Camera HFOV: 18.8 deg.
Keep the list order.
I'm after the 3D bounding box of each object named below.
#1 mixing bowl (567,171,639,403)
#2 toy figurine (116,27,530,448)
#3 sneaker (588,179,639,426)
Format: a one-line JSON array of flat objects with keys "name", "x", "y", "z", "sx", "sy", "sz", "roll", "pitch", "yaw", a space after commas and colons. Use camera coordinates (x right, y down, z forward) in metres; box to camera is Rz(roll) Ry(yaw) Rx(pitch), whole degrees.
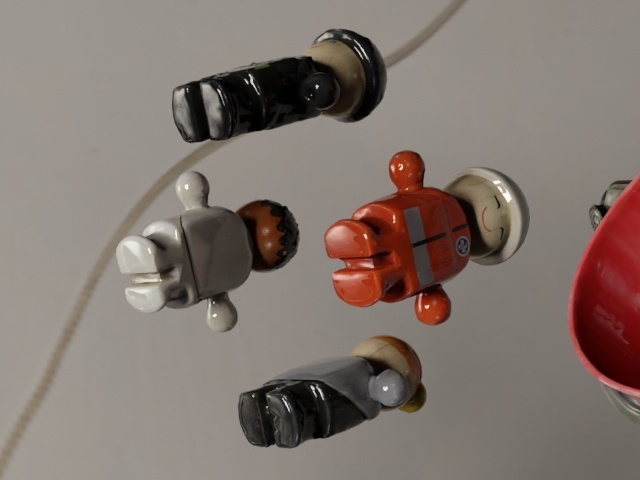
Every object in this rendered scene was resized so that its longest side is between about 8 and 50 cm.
[{"name": "mixing bowl", "x": 0.191, "y": 0.020, "z": 0.700, "sx": 0.181, "sy": 0.181, "sz": 0.098, "roll": -49, "pitch": 115, "yaw": -20}, {"name": "toy figurine", "x": 0.000, "y": 0.000, "z": 1.171, "sx": 0.148, "sy": 0.209, "sz": 0.213, "roll": -20, "pitch": 54, "yaw": -44}, {"name": "sneaker", "x": 0.254, "y": 0.038, "z": 1.520, "sx": 0.087, "sy": 0.130, "sz": 0.227, "roll": -7, "pitch": 43, "yaw": 12}]
